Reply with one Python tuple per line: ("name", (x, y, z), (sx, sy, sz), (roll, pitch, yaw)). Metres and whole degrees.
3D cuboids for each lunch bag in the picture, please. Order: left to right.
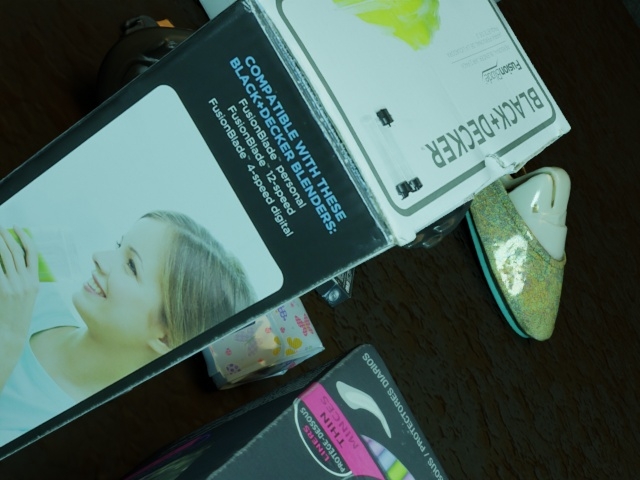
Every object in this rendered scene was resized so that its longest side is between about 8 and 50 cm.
("lunch bag", (-0.046, 0.052, 0.747), (0.083, 0.053, 0.071), (-7, 68, -52))

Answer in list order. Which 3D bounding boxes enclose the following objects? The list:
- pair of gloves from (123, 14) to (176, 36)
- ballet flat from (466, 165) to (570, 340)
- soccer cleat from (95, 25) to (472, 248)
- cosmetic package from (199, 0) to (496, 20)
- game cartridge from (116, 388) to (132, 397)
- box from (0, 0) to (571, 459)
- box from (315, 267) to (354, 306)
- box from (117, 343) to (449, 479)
("pair of gloves", (-0.107, -0.125, 0.861), (0.083, 0.010, 0.074), (58, 27, -3))
("ballet flat", (0.185, -0.075, 1.208), (0.123, 0.123, 0.348), (7, 58, -58))
("soccer cleat", (-0.029, -0.080, 0.858), (0.318, 0.109, 0.116), (17, 22, -38))
("cosmetic package", (0.015, -0.246, 0.955), (0.224, 0.224, 0.138), (59, 29, -2))
("game cartridge", (-0.135, 0.050, 0.633), (0.083, 0.017, 0.056), (62, 23, 4))
("box", (-0.063, 0.002, 0.481), (0.087, 0.290, 0.169), (60, 34, -1))
("box", (0.000, 0.000, 0.915), (0.067, 0.018, 0.083), (46, 30, -26))
("box", (-0.039, 0.179, 0.528), (0.165, 0.143, 0.270), (60, 27, -1))
